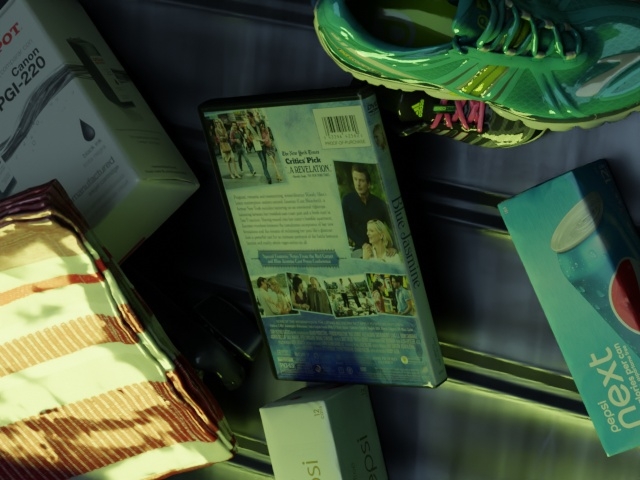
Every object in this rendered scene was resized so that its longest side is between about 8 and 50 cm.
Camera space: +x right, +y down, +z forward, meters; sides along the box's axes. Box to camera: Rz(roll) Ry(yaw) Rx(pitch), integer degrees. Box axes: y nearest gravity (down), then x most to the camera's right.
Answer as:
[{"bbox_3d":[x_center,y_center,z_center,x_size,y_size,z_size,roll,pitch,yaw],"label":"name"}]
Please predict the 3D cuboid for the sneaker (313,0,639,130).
[{"bbox_3d":[0.129,-0.145,1.333,0.275,0.110,0.107,5,82,6],"label":"sneaker"}]

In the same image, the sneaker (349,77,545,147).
[{"bbox_3d":[0.094,-0.105,1.418,0.170,0.075,0.063,14,107,28],"label":"sneaker"}]

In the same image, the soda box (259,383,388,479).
[{"bbox_3d":[0.016,0.232,1.535,0.069,0.074,0.216,-11,94,32],"label":"soda box"}]

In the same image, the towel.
[{"bbox_3d":[-0.242,0.109,1.539,0.237,0.037,0.329,-19,127,18],"label":"towel"}]

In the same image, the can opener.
[{"bbox_3d":[-0.133,0.068,1.611,0.186,0.073,0.059,32,154,25],"label":"can opener"}]

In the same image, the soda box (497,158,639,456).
[{"bbox_3d":[0.216,0.049,1.381,0.071,0.067,0.210,-25,87,32],"label":"soda box"}]

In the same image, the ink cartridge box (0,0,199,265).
[{"bbox_3d":[-0.231,-0.085,1.586,0.158,0.092,0.218,-43,67,23],"label":"ink cartridge box"}]

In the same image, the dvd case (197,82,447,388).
[{"bbox_3d":[0.000,0.000,1.485,0.180,0.022,0.253,-1,111,42],"label":"dvd case"}]

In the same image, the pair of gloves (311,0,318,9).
[{"bbox_3d":[0.051,-0.228,1.404,0.159,0.023,0.198,-2,129,24],"label":"pair of gloves"}]
